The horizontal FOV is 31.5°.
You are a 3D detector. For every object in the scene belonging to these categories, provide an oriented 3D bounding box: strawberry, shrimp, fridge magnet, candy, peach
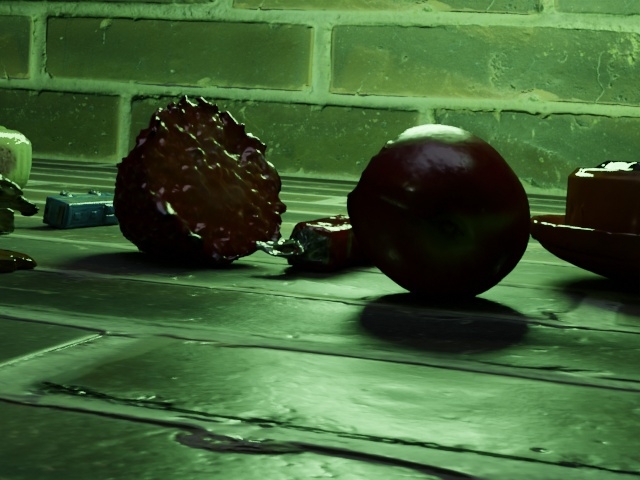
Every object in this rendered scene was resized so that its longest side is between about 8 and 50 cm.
[{"bbox_3d":[-0.171,-0.043,1.448,0.234,0.233,0.178,-2,-23,-41],"label":"strawberry"},{"bbox_3d":[-0.481,-0.062,1.581,0.254,0.059,0.145,31,21,-43],"label":"shrimp"},{"bbox_3d":[0.439,-0.017,1.386,0.364,0.155,0.363,3,5,0],"label":"fridge magnet"},{"bbox_3d":[0.017,0.002,1.447,0.086,0.059,0.292,8,8,26],"label":"candy"},{"bbox_3d":[0.127,-0.033,1.232,0.196,0.189,0.226,-6,13,-1],"label":"peach"}]

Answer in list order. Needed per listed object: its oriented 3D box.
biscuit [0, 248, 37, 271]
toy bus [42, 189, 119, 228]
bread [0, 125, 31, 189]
[{"bbox_3d":[-0.382,0.021,1.251,0.120,0.019,0.130,4,7,5],"label":"biscuit"},{"bbox_3d":[-0.365,-0.046,1.761,0.061,0.051,0.153,20,13,27],"label":"toy bus"},{"bbox_3d":[-0.696,-0.142,1.980,0.187,0.155,0.338,17,10,32],"label":"bread"}]
